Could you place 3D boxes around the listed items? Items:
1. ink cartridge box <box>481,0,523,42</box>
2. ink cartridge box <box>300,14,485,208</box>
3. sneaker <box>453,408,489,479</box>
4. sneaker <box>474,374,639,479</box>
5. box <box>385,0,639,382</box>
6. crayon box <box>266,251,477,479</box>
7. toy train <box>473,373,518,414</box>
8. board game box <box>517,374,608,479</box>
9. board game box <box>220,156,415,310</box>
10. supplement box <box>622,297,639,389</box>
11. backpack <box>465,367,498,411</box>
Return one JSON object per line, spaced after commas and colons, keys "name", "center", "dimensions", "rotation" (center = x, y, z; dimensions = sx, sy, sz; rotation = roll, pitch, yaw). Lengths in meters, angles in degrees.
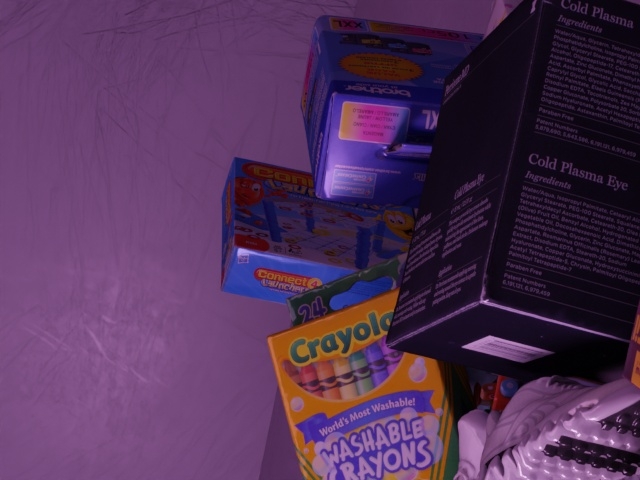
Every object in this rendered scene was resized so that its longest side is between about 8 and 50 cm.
{"name": "ink cartridge box", "center": [0.252, -0.237, 1.989], "dimensions": [0.143, 0.092, 0.090], "rotation": [-92, 15, -57]}
{"name": "ink cartridge box", "center": [0.125, -0.152, 2.110], "dimensions": [0.395, 0.270, 0.151], "rotation": [-98, 15, -64]}
{"name": "sneaker", "center": [0.158, 0.292, 1.722], "dimensions": [0.090, 0.115, 0.232], "rotation": [110, 154, -69]}
{"name": "sneaker", "center": [0.226, 0.171, 1.526], "dimensions": [0.292, 0.110, 0.118], "rotation": [-42, 32, 54]}
{"name": "box", "center": [0.218, -0.042, 1.619], "dimensions": [0.343, 0.179, 0.313], "rotation": [141, 143, -75]}
{"name": "crayon box", "center": [0.065, 0.184, 1.885], "dimensions": [0.083, 0.203, 0.323], "rotation": [13, -122, -62]}
{"name": "toy train", "center": [0.196, 0.178, 1.868], "dimensions": [0.166, 0.046, 0.125], "rotation": [93, -170, -55]}
{"name": "board game box", "center": [0.246, 0.209, 1.702], "dimensions": [0.281, 0.027, 0.145], "rotation": [179, 103, -81]}
{"name": "board game box", "center": [0.000, 0.000, 2.607], "dimensions": [0.302, 0.308, 0.086], "rotation": [-96, 20, -60]}
{"name": "supplement box", "center": [0.311, 0.038, 1.313], "dimensions": [0.104, 0.080, 0.188], "rotation": [-132, 53, -79]}
{"name": "backpack", "center": [0.105, 0.226, 2.038], "dimensions": [0.225, 0.191, 0.254], "rotation": [164, 121, -78]}
